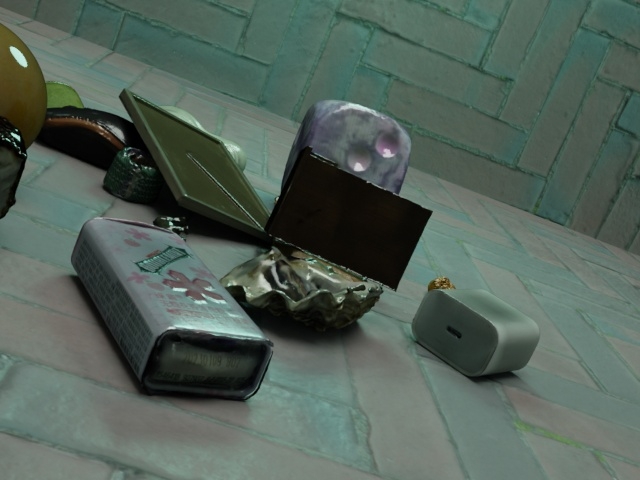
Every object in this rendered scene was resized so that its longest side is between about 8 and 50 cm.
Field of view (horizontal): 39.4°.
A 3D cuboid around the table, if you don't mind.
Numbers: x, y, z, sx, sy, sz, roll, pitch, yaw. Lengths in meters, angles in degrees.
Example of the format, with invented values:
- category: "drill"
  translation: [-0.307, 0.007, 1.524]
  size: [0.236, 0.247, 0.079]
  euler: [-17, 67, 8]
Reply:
- category: "table"
  translation: [0.051, -0.045, 1.854]
  size: [0.282, 0.196, 0.250]
  euler: [25, 0, -5]

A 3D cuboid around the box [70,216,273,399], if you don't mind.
- category: "box"
  translation: [-0.228, 0.093, 1.327]
  size: [0.190, 0.112, 0.369]
  euler: [10, 18, -37]

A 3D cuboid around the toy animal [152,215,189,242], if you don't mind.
- category: "toy animal"
  translation: [-0.292, -0.013, 1.743]
  size: [0.065, 0.047, 0.136]
  euler: [11, 19, -22]

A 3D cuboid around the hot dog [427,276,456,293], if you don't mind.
- category: "hot dog"
  translation: [0.287, 0.125, 2.090]
  size: [0.072, 0.055, 0.188]
  euler: [22, 15, 2]

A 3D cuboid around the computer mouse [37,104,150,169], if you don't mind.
- category: "computer mouse"
  translation: [-0.523, -0.250, 2.108]
  size: [0.323, 0.116, 0.183]
  euler: [21, 10, -3]

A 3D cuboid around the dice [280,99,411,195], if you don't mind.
- category: "dice"
  translation: [0.061, -0.191, 2.308]
  size: [0.270, 0.271, 0.270]
  euler: [19, -9, -11]

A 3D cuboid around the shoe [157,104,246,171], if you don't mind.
- category: "shoe"
  translation: [-0.358, -0.255, 2.373]
  size: [0.316, 0.124, 0.159]
  euler: [26, 22, 13]

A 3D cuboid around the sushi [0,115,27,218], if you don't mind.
- category: "sushi"
  translation: [-0.624, -0.121, 1.342]
  size: [0.343, 0.197, 0.182]
  euler: [8, 17, -30]

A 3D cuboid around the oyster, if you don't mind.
- category: "oyster"
  translation: [-0.019, 0.097, 1.642]
  size: [0.237, 0.115, 0.351]
  euler: [22, 7, 34]

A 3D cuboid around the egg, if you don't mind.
- category: "egg"
  translation: [-0.662, -0.259, 1.552]
  size: [0.301, 0.301, 0.374]
  euler: [33, 18, 34]

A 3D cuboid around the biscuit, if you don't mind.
- category: "biscuit"
  translation: [0.000, 0.000, 2.024]
  size: [0.232, 0.013, 0.237]
  euler: [18, 38, -15]

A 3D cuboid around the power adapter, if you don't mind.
- category: "power adapter"
  translation: [0.332, 0.184, 1.821]
  size: [0.187, 0.124, 0.255]
  euler: [35, 18, 34]

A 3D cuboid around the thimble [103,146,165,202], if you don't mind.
- category: "thimble"
  translation: [-0.401, -0.142, 1.948]
  size: [0.118, 0.090, 0.135]
  euler: [31, 16, 16]

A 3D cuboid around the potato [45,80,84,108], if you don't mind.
- category: "potato"
  translation: [-0.673, -0.345, 2.221]
  size: [0.120, 0.081, 0.149]
  euler: [2, -11, 37]

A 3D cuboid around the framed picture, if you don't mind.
- category: "framed picture"
  translation: [-0.269, -0.164, 2.057]
  size: [0.326, 0.028, 0.446]
  euler: [26, 21, -43]
